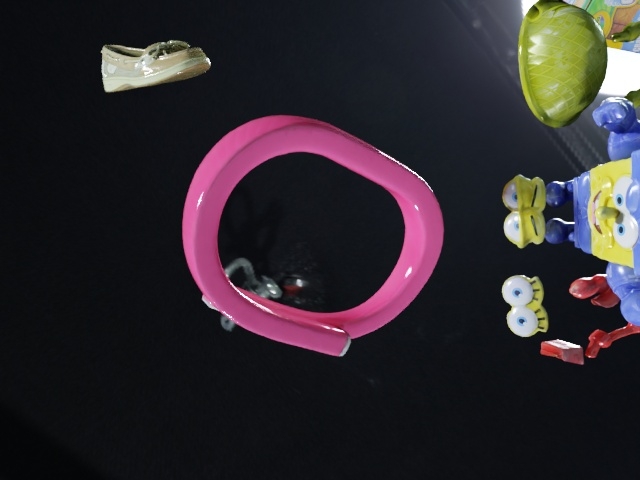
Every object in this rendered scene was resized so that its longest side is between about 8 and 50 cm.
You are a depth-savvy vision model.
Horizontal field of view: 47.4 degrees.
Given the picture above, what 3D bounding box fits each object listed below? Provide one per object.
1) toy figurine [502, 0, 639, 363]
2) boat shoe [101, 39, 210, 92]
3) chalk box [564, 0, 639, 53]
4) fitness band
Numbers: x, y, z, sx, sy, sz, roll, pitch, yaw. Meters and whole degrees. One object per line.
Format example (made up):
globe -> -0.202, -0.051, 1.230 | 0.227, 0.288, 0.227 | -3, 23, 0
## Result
toy figurine -> 0.300, -0.055, 0.649 | 0.191, 0.217, 0.362 | -1, -87, -14
boat shoe -> -0.167, -0.176, 0.711 | 0.056, 0.153, 0.048 | -22, -71, -39
chalk box -> 0.369, -0.322, 0.886 | 0.213, 0.132, 0.132 | 7, -130, -9
fitness band -> 0.000, 0.000, 0.710 | 0.291, 0.054, 0.209 | 23, -81, -36
